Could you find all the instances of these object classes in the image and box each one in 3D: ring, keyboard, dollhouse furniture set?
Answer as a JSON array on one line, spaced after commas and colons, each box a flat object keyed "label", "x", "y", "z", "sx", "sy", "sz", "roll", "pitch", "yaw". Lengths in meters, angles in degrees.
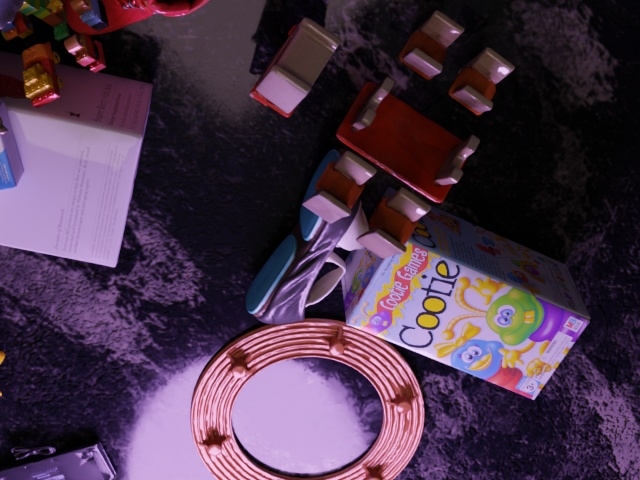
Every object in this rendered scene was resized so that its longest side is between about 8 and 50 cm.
[{"label": "ring", "x": -0.018, "y": 0.260, "z": 1.668, "sx": 0.336, "sy": 0.032, "sz": 0.336, "roll": -2, "pitch": 118, "yaw": -3}, {"label": "keyboard", "x": -0.396, "y": 0.328, "z": 1.689, "sx": 0.180, "sy": 0.023, "sz": 0.108, "roll": -17, "pitch": 124, "yaw": 5}, {"label": "dollhouse furniture set", "x": 0.054, "y": -0.144, "z": 1.371, "sx": 0.259, "sy": 0.135, "sz": 0.262, "roll": 33, "pitch": 76, "yaw": -8}]

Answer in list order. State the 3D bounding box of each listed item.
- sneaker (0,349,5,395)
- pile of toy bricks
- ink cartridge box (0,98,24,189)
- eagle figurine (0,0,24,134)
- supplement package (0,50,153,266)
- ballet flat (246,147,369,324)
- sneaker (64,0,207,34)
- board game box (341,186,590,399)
[{"label": "sneaker", "x": -0.462, "y": 0.137, "z": 1.572, "sx": 0.067, "sy": 0.064, "sz": 0.175, "roll": -12, "pitch": 124, "yaw": -22}, {"label": "pile of toy bricks", "x": -0.313, "y": -0.263, "z": 1.263, "sx": 0.118, "sy": 0.212, "sz": 0.105, "roll": -24, "pitch": 158, "yaw": 19}, {"label": "ink cartridge box", "x": -0.390, "y": -0.093, "z": 1.248, "sx": 0.122, "sy": 0.052, "sz": 0.088, "roll": -10, "pitch": 115, "yaw": 2}, {"label": "eagle figurine", "x": -0.364, "y": -0.250, "z": 1.109, "sx": 0.225, "sy": 0.226, "sz": 0.298, "roll": 3, "pitch": 96, "yaw": 25}, {"label": "supplement package", "x": -0.360, "y": -0.109, "z": 1.371, "sx": 0.293, "sy": 0.177, "sz": 0.175, "roll": 11, "pitch": 116, "yaw": -10}, {"label": "ballet flat", "x": 0.000, "y": 0.000, "z": 1.505, "sx": 0.096, "sy": 0.095, "sz": 0.280, "roll": 17, "pitch": 126, "yaw": -22}, {"label": "sneaker", "x": -0.186, "y": -0.290, "z": 1.293, "sx": 0.279, "sy": 0.118, "sz": 0.107, "roll": -19, "pitch": 131, "yaw": 29}, {"label": "board game box", "x": 0.181, "y": 0.069, "z": 1.514, "sx": 0.275, "sy": 0.144, "sz": 0.142, "roll": 23, "pitch": 115, "yaw": -14}]
